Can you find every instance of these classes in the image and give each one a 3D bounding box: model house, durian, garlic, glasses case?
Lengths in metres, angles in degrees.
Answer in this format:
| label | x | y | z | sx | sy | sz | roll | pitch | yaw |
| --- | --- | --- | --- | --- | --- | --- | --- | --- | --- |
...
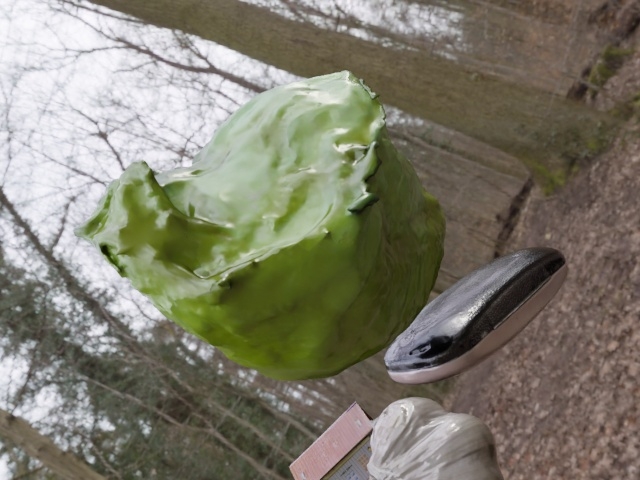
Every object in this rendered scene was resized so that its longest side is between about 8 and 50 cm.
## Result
| label | x | y | z | sx | sy | sz | roll | pitch | yaw |
| --- | --- | --- | --- | --- | --- | --- | --- | --- | --- |
| model house | 0.035 | 0.381 | 1.047 | 0.219 | 0.136 | 0.207 | -43 | -27 | -1 |
| durian | 0.000 | 0.000 | 0.554 | 0.256 | 0.204 | 0.340 | -56 | -41 | -15 |
| garlic | 0.172 | 0.311 | 0.874 | 0.143 | 0.229 | 0.178 | -40 | -28 | 29 |
| glasses case | 0.196 | 0.083 | 0.780 | 0.314 | 0.122 | 0.075 | -28 | -86 | -42 |
